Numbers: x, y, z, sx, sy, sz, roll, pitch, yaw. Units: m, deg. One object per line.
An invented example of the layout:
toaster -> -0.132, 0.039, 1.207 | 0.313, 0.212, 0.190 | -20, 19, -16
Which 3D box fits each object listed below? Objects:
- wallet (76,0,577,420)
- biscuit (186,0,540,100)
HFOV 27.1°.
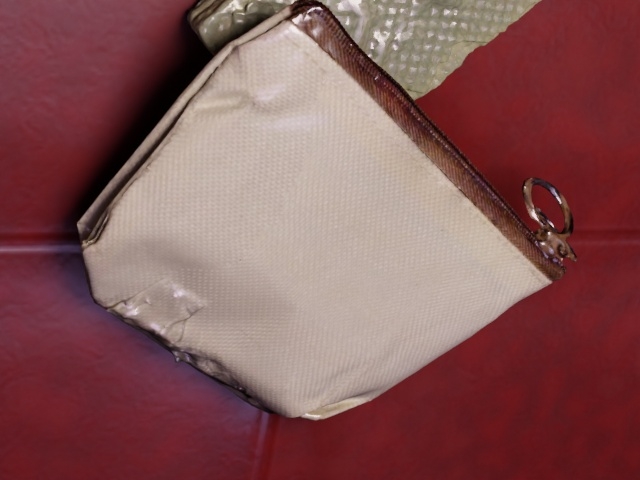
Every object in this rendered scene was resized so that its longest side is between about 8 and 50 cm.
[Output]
wallet -> 0.002, 0.001, 0.916 | 0.275, 0.068, 0.335 | -41, 128, 14
biscuit -> 0.051, -0.168, 0.886 | 0.252, 0.052, 0.150 | -38, 124, -2
